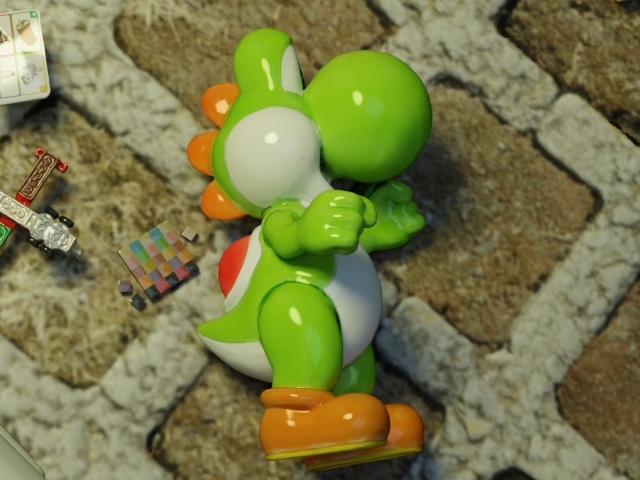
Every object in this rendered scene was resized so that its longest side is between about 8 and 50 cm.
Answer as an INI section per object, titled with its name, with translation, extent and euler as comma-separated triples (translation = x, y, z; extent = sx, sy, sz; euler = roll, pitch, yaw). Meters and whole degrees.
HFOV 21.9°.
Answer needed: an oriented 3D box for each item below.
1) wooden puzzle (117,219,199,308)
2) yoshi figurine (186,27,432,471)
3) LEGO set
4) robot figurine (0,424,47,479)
[wooden puzzle]
translation = -0.135, 0.017, 1.369
extent = 0.083, 0.006, 0.049
euler = -33, 87, -19
[yoshi figurine]
translation = 0.024, -0.007, 1.331
extent = 0.203, 0.203, 0.362
euler = -1, 74, -31
[LEGO set]
translation = -0.296, -0.053, 1.336
extent = 0.182, 0.060, 0.244
euler = -10, 78, -4
[robot figurine]
translation = -0.302, 0.203, 1.170
extent = 0.353, 0.300, 0.200
euler = 45, 115, -5
